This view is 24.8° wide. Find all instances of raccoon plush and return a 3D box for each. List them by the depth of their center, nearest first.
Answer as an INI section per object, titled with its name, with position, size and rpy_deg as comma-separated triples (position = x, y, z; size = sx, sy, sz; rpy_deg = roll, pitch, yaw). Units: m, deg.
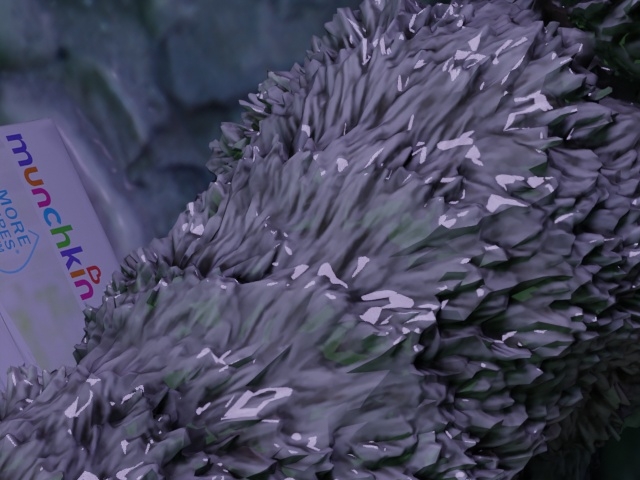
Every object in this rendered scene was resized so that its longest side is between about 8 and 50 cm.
[raccoon plush]
position = 0.000, 0.000, 0.464
size = 0.216, 0.299, 0.446
rpy_deg = 29, 119, 19

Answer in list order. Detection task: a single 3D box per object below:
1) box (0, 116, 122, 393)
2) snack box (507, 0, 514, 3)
[box]
position = -0.178, 0.099, 0.645
size = 0.127, 0.231, 0.262
rpy_deg = -28, 85, 33
[snack box]
position = 0.132, -0.151, 0.541
size = 0.064, 0.022, 0.178
rpy_deg = 41, 116, 19
